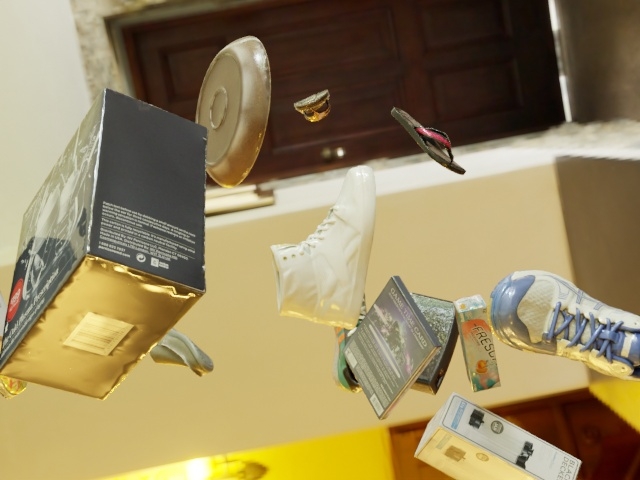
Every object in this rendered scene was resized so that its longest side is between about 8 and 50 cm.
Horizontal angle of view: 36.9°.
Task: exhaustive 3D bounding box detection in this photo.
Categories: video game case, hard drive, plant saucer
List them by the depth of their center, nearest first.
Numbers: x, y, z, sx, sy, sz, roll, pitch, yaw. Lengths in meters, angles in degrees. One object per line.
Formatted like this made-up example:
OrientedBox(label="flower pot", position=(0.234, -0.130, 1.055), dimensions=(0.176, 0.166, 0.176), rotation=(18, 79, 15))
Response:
OrientedBox(label="plant saucer", position=(-0.188, -0.263, 1.940), dimensions=(0.310, 0.050, 0.311), rotation=(-24, 62, 58))
OrientedBox(label="video game case", position=(0.150, 0.238, 2.107), dimensions=(0.196, 0.026, 0.274), rotation=(60, 137, 31))
OrientedBox(label="hard drive", position=(0.256, 0.254, 2.443), dimensions=(0.054, 0.172, 0.255), rotation=(69, -141, -56))

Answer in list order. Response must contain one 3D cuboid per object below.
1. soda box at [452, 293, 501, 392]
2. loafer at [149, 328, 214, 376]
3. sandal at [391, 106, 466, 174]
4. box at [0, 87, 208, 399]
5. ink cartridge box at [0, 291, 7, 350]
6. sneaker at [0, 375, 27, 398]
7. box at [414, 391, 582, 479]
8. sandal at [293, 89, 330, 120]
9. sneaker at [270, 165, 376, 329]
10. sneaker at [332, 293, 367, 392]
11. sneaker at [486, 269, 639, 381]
OrientedBox(label="soda box", position=(0.306, 0.201, 1.876), dimensions=(0.063, 0.058, 0.183), rotation=(-100, -4, -69))
OrientedBox(label="loafer", position=(-0.331, 0.255, 2.174), dimensions=(0.251, 0.087, 0.094), rotation=(25, 161, 49))
OrientedBox(label="sandal", position=(0.193, -0.182, 1.683), dimensions=(0.179, 0.040, 0.067), rotation=(50, -159, 23))
OrientedBox(label="box", position=(-0.324, 0.013, 1.435), dimensions=(0.343, 0.179, 0.312), rotation=(-45, 36, 39))
OrientedBox(label="ink cartridge box", position=(-0.661, 0.107, 1.620), dimensions=(0.283, 0.207, 0.117), rotation=(59, -177, 20))
OrientedBox(label="sneaker", position=(-0.609, 0.246, 1.891), dimensions=(0.081, 0.094, 0.208), rotation=(57, 170, 20))
OrientedBox(label="box", position=(0.355, 0.441, 1.939), dimensions=(0.087, 0.290, 0.169), rotation=(-59, -4, -37))
OrientedBox(label="sandal", position=(-0.015, -0.314, 2.290), dimensions=(0.219, 0.090, 0.060), rotation=(-147, 33, -85))
OrientedBox(label="sneaker", position=(0.000, 0.000, 1.686), dimensions=(0.108, 0.169, 0.292), rotation=(155, 124, -79))
OrientedBox(label="sneaker", position=(0.091, 0.231, 2.411), dimensions=(0.121, 0.108, 0.302), rotation=(169, 98, -65))
OrientedBox(label="sneaker", position=(0.354, 0.113, 1.245), dimensions=(0.131, 0.296, 0.112), rotation=(11, 85, 61))
